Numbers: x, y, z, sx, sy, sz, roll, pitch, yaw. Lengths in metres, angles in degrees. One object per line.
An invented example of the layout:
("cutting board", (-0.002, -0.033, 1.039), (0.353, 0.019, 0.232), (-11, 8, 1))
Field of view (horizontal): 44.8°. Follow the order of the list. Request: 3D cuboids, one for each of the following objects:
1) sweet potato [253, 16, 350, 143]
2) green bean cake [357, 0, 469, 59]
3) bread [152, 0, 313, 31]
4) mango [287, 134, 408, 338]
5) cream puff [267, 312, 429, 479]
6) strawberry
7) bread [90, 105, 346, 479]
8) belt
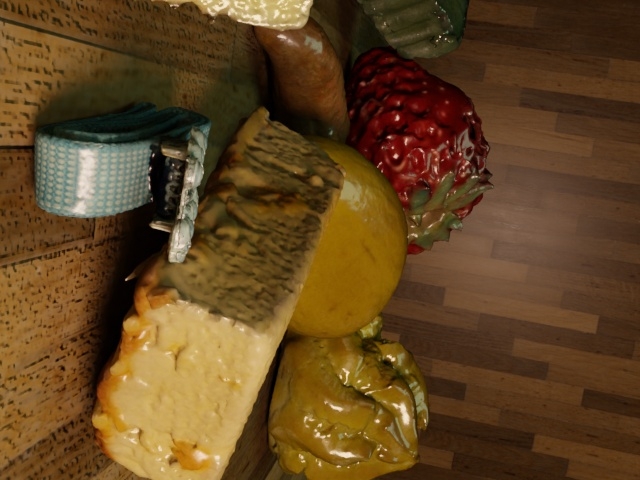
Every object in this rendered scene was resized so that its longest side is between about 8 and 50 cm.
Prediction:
("sweet potato", (-0.018, -0.139, 0.910), (0.114, 0.092, 0.341), (-45, 152, -29))
("green bean cake", (0.150, -0.420, 1.253), (0.227, 0.125, 0.222), (37, 48, -40))
("bread", (-0.059, -0.198, 0.428), (0.127, 0.152, 0.147), (-58, 165, -64))
("mango", (0.008, -0.002, 0.886), (0.142, 0.195, 0.331), (58, -14, 33))
("cream puff", (0.058, 0.243, 1.283), (0.324, 0.257, 0.290), (-42, 145, -75))
("strawberry", (0.123, -0.171, 1.331), (0.317, 0.295, 0.345), (34, 28, -60))
("bread", (-0.072, 0.036, 0.591), (0.274, 0.114, 0.184), (-71, -177, -56))
("belt", (-0.099, -0.051, 0.482), (0.179, 0.100, 0.065), (-62, 164, -70))
